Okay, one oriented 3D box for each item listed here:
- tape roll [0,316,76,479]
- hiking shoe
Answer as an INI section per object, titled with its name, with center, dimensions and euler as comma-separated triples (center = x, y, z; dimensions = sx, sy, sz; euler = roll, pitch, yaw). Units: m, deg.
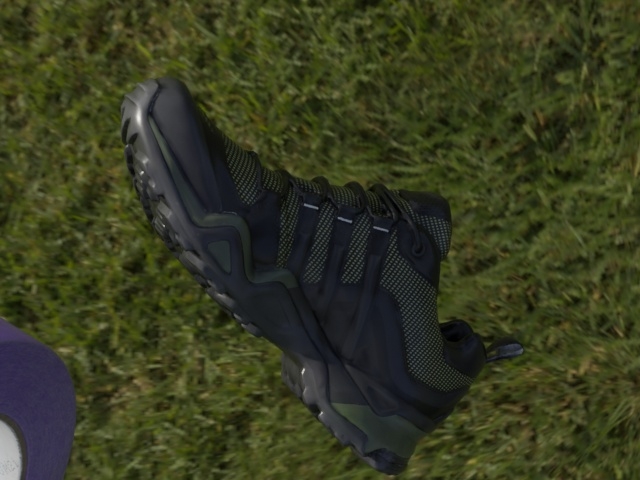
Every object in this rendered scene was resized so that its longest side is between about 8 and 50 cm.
[tape roll]
center = -0.255, 0.154, 0.639
dimensions = 0.090, 0.275, 0.274
euler = 29, 92, 18
[hiking shoe]
center = 0.000, 0.000, 0.566
dimensions = 0.114, 0.086, 0.227
euler = -41, 111, -9
